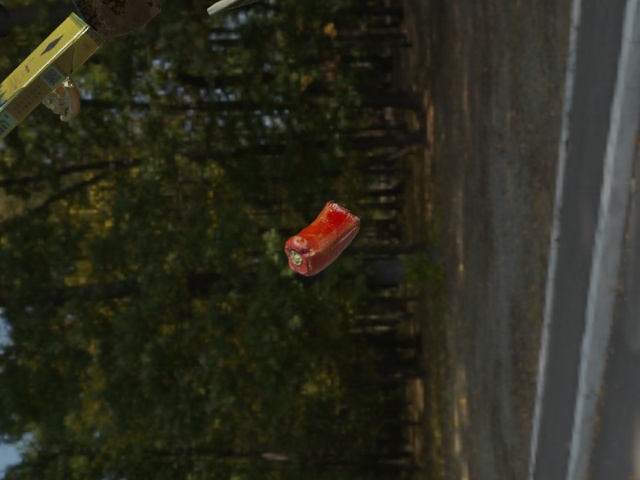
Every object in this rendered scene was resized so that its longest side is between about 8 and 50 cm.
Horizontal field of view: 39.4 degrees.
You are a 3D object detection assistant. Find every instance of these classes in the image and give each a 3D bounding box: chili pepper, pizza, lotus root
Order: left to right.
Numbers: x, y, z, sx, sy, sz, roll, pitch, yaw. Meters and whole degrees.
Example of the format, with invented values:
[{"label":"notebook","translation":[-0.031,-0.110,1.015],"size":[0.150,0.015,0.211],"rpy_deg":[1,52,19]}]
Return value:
[{"label":"pizza","translation":[-0.482,-0.266,1.637],"size":[0.036,0.099,0.160],"rpy_deg":[-51,6,-25]},{"label":"lotus root","translation":[-0.451,-0.572,1.841],"size":[0.314,0.142,0.210],"rpy_deg":[62,-167,-8]},{"label":"chili pepper","translation":[0.000,0.000,1.362],"size":[0.123,0.073,0.070],"rpy_deg":[-42,-2,-25]}]

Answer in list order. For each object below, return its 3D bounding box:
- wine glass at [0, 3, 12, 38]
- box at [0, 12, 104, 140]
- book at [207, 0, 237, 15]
[{"label":"wine glass","translation":[-0.518,-0.294,1.245],"size":[0.066,0.198,0.066],"rpy_deg":[9,-100,-60]},{"label":"box","translation":[-0.452,-0.230,1.359],"size":[0.041,0.279,0.153],"rpy_deg":[47,178,-29]},{"label":"book","translation":[-0.142,-0.599,2.168],"size":[0.162,0.232,0.022],"rpy_deg":[-3,109,59]}]
